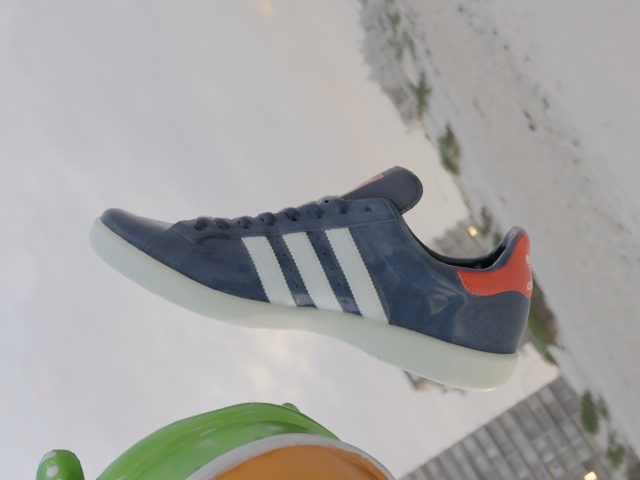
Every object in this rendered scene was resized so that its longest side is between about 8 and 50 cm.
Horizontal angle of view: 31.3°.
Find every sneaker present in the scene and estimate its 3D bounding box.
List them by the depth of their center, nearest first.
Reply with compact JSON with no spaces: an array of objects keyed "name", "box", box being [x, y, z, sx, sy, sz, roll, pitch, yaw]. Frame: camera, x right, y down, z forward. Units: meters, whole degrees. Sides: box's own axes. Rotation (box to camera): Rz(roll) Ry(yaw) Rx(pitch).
[{"name":"sneaker","box":[0.000,0.000,0.902,0.350,0.148,0.131,15,-173,-5]}]

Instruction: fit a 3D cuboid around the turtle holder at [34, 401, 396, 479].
[{"name":"turtle holder","box":[-0.038,0.262,0.622,0.243,0.320,0.227,19,-175,-42]}]
